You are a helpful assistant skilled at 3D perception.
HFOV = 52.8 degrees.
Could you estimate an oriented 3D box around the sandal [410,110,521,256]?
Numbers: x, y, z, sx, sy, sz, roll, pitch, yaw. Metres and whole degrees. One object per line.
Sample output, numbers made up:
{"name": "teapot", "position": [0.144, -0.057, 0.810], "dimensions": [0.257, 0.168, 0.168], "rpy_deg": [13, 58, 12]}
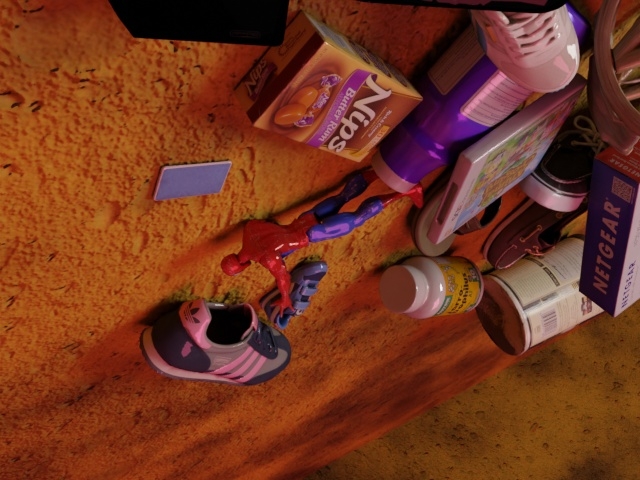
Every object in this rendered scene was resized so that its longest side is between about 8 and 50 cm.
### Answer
{"name": "sandal", "position": [0.239, -0.068, 1.009], "dimensions": [0.120, 0.086, 0.303], "rpy_deg": [-12, 148, -35]}

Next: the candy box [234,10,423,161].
{"name": "candy box", "position": [0.015, -0.152, 0.676], "dimensions": [0.109, 0.053, 0.186], "rpy_deg": [-44, 152, 25]}

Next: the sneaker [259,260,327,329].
{"name": "sneaker", "position": [-0.035, 0.088, 1.044], "dimensions": [0.144, 0.059, 0.053], "rpy_deg": [-44, 148, 26]}

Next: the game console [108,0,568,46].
{"name": "game console", "position": [0.032, -0.230, 0.442], "dimensions": [0.361, 0.044, 0.213], "rpy_deg": [-1, 142, -12]}

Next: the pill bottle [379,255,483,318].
{"name": "pill bottle", "position": [0.209, 0.088, 1.223], "dimensions": [0.208, 0.118, 0.117], "rpy_deg": [2, 140, -46]}

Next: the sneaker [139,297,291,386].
{"name": "sneaker", "position": [-0.123, 0.156, 1.019], "dimensions": [0.131, 0.112, 0.319], "rpy_deg": [-37, 154, 22]}

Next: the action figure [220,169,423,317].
{"name": "action figure", "position": [0.000, 0.000, 0.883], "dimensions": [0.280, 0.091, 0.139], "rpy_deg": [-23, 144, -13]}

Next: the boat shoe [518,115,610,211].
{"name": "boat shoe", "position": [0.426, -0.134, 1.038], "dimensions": [0.306, 0.113, 0.105], "rpy_deg": [-17, 145, -40]}

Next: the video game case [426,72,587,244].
{"name": "video game case", "position": [0.239, -0.101, 0.843], "dimensions": [0.212, 0.023, 0.193], "rpy_deg": [-35, 159, -21]}

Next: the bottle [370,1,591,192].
{"name": "bottle", "position": [0.173, -0.171, 0.753], "dimensions": [0.118, 0.092, 0.283], "rpy_deg": [1, 141, -49]}

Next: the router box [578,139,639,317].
{"name": "router box", "position": [0.571, -0.071, 1.057], "dimensions": [0.301, 0.082, 0.336], "rpy_deg": [-34, 139, -13]}

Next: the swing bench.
{"name": "swing bench", "position": [0.420, -0.238, 0.745], "dimensions": [0.254, 0.165, 0.253], "rpy_deg": [-35, 171, 18]}

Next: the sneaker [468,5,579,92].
{"name": "sneaker", "position": [0.177, -0.214, 0.589], "dimensions": [0.087, 0.092, 0.228], "rpy_deg": [-29, 129, 22]}

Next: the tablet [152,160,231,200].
{"name": "tablet", "position": [-0.143, -0.067, 0.719], "dimensions": [0.083, 0.006, 0.054], "rpy_deg": [-11, 148, -35]}

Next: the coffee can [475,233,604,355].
{"name": "coffee can", "position": [0.530, 0.125, 1.519], "dimensions": [0.275, 0.202, 0.202], "rpy_deg": [-21, 153, -15]}

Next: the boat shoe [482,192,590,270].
{"name": "boat shoe", "position": [0.432, -0.026, 1.273], "dimensions": [0.109, 0.091, 0.305], "rpy_deg": [-10, 148, -34]}
